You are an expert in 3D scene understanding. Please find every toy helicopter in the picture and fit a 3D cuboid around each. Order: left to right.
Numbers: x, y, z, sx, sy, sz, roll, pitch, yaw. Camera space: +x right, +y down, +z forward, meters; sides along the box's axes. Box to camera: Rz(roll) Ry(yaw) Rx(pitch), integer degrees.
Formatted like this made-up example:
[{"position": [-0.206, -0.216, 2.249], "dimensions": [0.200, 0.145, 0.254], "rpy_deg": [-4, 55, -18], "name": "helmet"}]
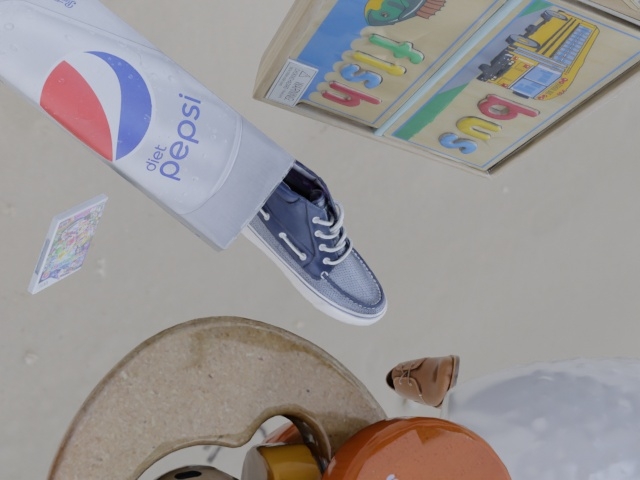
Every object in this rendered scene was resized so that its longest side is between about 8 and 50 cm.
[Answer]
[{"position": [-0.085, 0.198, 0.402], "dimensions": [0.235, 0.140, 0.355], "rpy_deg": [25, 74, -16], "name": "toy helicopter"}]

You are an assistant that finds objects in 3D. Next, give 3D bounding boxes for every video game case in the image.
[{"position": [-0.303, 0.004, 1.198], "dimensions": [0.087, 0.011, 0.122], "rpy_deg": [-36, 161, -53], "name": "video game case"}]

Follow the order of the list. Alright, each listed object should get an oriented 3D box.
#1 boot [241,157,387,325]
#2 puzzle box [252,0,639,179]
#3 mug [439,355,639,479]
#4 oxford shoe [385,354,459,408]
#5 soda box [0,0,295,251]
[{"position": [0.000, 0.000, 0.942], "dimensions": [0.190, 0.086, 0.069], "rpy_deg": [39, 49, -4], "name": "boot"}, {"position": [0.126, -0.176, 0.823], "dimensions": [0.272, 0.409, 0.052], "rpy_deg": [17, 69, -14], "name": "puzzle box"}, {"position": [0.252, 0.216, 0.812], "dimensions": [0.374, 0.328, 0.276], "rpy_deg": [-55, 154, -77], "name": "mug"}, {"position": [0.148, 0.206, 1.471], "dimensions": [0.076, 0.212, 0.076], "rpy_deg": [16, 72, -10], "name": "oxford shoe"}, {"position": [-0.160, -0.112, 0.773], "dimensions": [0.286, 0.098, 0.091], "rpy_deg": [39, 83, -6], "name": "soda box"}]
